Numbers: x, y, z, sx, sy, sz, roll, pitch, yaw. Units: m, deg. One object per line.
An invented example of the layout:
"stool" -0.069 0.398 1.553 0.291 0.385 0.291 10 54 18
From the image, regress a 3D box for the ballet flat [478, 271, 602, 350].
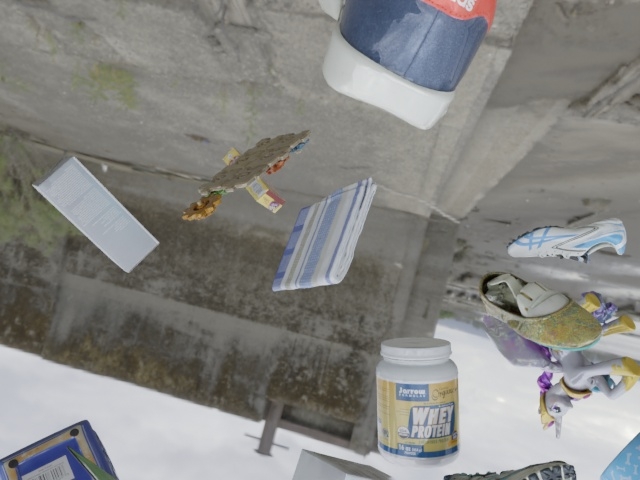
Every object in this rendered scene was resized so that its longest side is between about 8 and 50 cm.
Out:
"ballet flat" 0.427 0.129 1.171 0.123 0.123 0.348 15 -177 -12

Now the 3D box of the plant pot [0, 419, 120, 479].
"plant pot" -0.579 0.555 1.273 0.236 0.236 0.212 -22 153 -28

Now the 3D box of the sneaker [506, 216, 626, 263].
"sneaker" 0.516 0.011 1.206 0.237 0.086 0.085 -11 162 29

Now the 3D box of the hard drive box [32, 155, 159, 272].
"hard drive box" -0.458 -0.055 1.157 0.232 0.089 0.181 51 162 -25

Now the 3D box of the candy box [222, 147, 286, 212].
"candy box" -0.186 -0.169 1.601 0.186 0.053 0.109 48 -174 26

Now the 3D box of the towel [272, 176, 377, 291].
"towel" 0.000 0.000 1.104 0.034 0.209 0.285 28 160 -21

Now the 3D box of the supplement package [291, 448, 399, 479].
"supplement package" 0.071 0.697 1.493 0.263 0.199 0.198 28 165 -33

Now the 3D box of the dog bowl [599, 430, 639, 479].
"dog bowl" 0.599 0.430 1.069 0.074 0.166 0.297 43 177 36

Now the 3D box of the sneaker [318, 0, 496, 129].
"sneaker" 0.079 -0.231 0.478 0.131 0.148 0.350 18 -146 -16

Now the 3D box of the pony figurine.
"pony figurine" 0.645 0.298 1.506 0.303 0.351 0.363 4 140 -24

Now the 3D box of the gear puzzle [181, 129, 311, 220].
"gear puzzle" -0.155 -0.132 1.198 0.175 0.339 0.044 -1 124 41

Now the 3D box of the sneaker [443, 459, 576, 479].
"sneaker" 0.246 0.381 0.848 0.283 0.110 0.122 -16 -164 -14

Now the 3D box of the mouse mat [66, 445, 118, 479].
"mouse mat" -0.329 0.413 0.938 0.153 0.007 0.189 17 148 43

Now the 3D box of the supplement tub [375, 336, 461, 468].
"supplement tub" 0.170 0.278 0.998 0.144 0.199 0.144 -2 179 0
